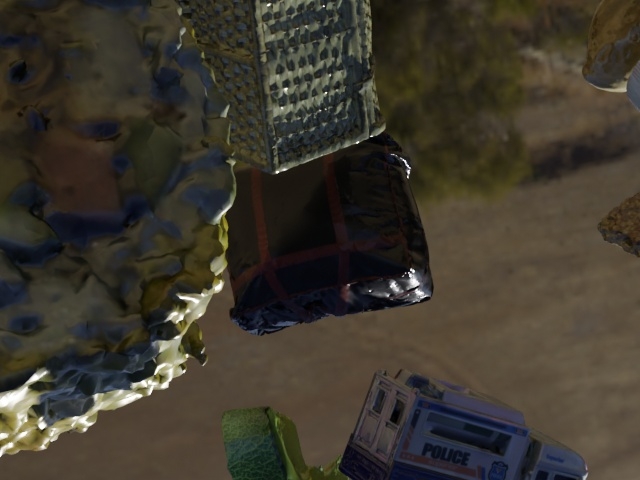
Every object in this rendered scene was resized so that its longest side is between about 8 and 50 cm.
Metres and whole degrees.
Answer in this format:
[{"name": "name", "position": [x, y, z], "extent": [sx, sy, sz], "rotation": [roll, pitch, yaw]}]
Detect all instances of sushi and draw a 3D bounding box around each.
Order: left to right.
[{"name": "sushi", "position": [-0.256, -0.032, 1.015], "extent": [0.396, 0.351, 0.240], "rotation": [-14, 164, -20]}]

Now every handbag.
[{"name": "handbag", "position": [0.000, 0.000, 1.556], "extent": [0.215, 0.169, 0.155], "rotation": [-14, 157, 17]}]

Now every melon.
[{"name": "melon", "position": [-0.030, 0.272, 1.751], "extent": [0.064, 0.118, 0.209], "rotation": [-21, 144, 26]}]

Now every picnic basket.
[{"name": "picnic basket", "position": [-0.028, -0.183, 1.350], "extent": [0.154, 0.196, 0.134], "rotation": [-21, -154, -31]}]

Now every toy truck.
[{"name": "toy truck", "position": [0.172, 0.247, 1.710], "extent": [0.268, 0.155, 0.124], "rotation": [18, -177, -27]}]

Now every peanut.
[{"name": "peanut", "position": [0.390, -0.261, 1.745], "extent": [0.236, 0.120, 0.110], "rotation": [-48, -172, -8]}]

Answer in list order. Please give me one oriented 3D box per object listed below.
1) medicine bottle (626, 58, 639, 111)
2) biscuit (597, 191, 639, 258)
[{"name": "medicine bottle", "position": [0.441, -0.118, 1.624], "extent": [0.139, 0.225, 0.139], "rotation": [-26, 149, -17]}, {"name": "biscuit", "position": [0.356, -0.038, 1.288], "extent": [0.231, 0.025, 0.131], "rotation": [-28, -145, -23]}]
